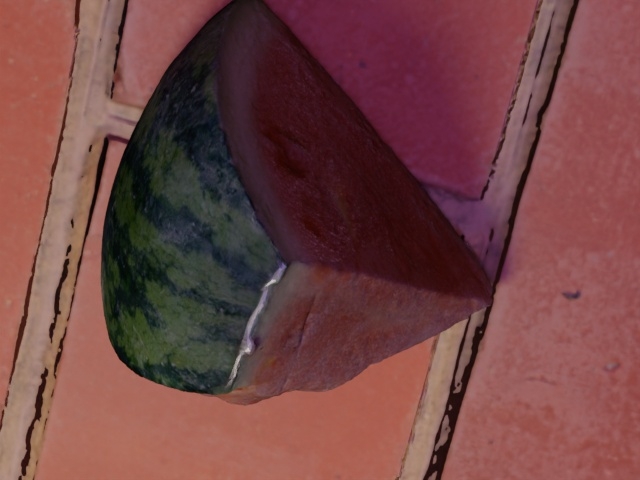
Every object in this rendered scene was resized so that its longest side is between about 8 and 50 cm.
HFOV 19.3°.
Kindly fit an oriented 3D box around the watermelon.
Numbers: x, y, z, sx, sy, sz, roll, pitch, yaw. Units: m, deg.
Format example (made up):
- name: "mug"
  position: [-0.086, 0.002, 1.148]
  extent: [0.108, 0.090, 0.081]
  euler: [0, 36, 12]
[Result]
- name: "watermelon"
  position: [-0.022, -0.029, 1.387]
  extent: [0.292, 0.283, 0.250]
  euler: [-15, 121, -13]
